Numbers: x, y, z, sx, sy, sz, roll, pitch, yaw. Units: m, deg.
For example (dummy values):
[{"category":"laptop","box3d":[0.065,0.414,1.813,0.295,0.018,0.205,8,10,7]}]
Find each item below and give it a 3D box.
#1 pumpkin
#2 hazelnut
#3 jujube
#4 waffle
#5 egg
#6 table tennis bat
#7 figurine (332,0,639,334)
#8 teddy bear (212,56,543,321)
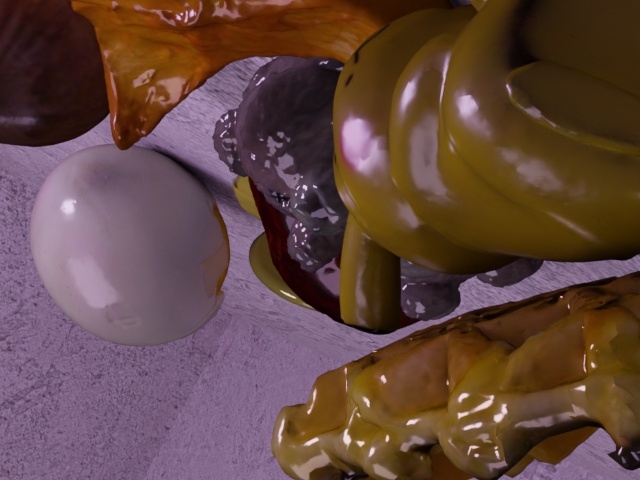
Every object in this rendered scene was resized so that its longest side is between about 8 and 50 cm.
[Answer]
[{"category":"pumpkin","box3d":[-0.077,-0.154,0.768,0.290,0.095,0.258,-5,159,28]},{"category":"hazelnut","box3d":[-0.294,-0.175,1.186,0.210,0.210,0.186,30,166,-7]},{"category":"jujube","box3d":[0.028,-0.027,1.172,0.190,0.190,0.255,20,149,43]},{"category":"waffle","box3d":[0.178,0.061,0.697,0.379,0.095,0.382,-11,171,-41]},{"category":"egg","box3d":[-0.286,0.000,1.822,0.283,0.283,0.345,22,155,35]},{"category":"table tennis bat","box3d":[0.000,0.000,1.418,0.224,0.054,0.368,-12,-150,-30]},{"category":"figurine","box3d":[0.109,-0.066,0.662,0.169,0.218,0.327,44,160,-15]},{"category":"teddy bear","box3d":[0.055,-0.051,0.988,0.236,0.151,0.267,-30,135,35]}]
